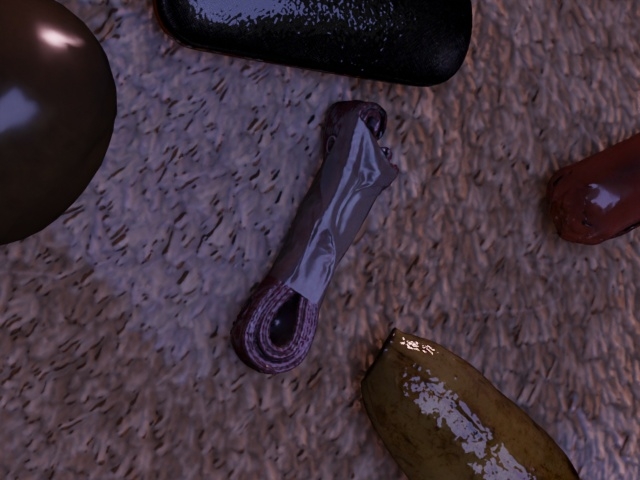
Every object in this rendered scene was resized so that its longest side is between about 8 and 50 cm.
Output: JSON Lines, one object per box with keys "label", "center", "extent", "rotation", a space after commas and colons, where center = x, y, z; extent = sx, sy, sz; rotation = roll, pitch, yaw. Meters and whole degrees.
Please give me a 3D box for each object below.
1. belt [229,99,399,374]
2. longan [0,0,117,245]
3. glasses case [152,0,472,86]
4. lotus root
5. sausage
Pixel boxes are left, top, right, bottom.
{"label": "belt", "center": [0.000, 0.000, 1.381], "extent": [0.071, 0.053, 0.232], "rotation": [26, 83, -14]}
{"label": "longan", "center": [-0.230, -0.089, 1.222], "extent": [0.189, 0.189, 0.189], "rotation": [-1, 93, -23]}
{"label": "glasses case", "center": [-0.003, -0.185, 1.361], "extent": [0.266, 0.067, 0.103], "rotation": [8, 91, -24]}
{"label": "lotus root", "center": [0.129, 0.180, 1.424], "extent": [0.258, 0.097, 0.110], "rotation": [45, 79, -15]}
{"label": "sausage", "center": [0.257, -0.045, 1.478], "extent": [0.141, 0.076, 0.076], "rotation": [-23, 101, -20]}
